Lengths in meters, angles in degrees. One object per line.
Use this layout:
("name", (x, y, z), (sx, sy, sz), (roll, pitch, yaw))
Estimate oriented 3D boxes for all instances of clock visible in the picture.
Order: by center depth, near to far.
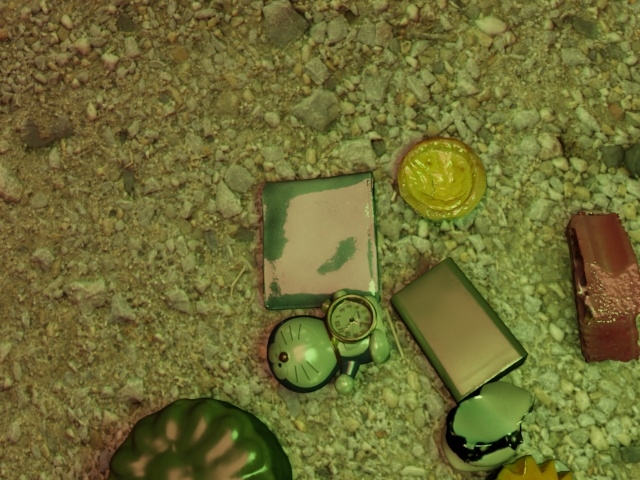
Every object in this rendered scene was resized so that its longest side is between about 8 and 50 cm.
("clock", (0.013, 0.213, 1.488), (0.243, 0.146, 0.200), (-17, 68, 2))

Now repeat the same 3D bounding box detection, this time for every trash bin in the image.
("trash bin", (0.267, 0.175, 1.462), (0.164, 0.122, 0.241), (-34, 70, 1))

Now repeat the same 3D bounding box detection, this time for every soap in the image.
("soap", (0.523, 0.065, 1.406), (0.112, 0.182, 0.289), (-4, 42, 12))

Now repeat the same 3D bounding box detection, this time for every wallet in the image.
("wallet", (0.000, -0.001, 1.591), (0.251, 0.054, 0.291), (-6, 77, 11))

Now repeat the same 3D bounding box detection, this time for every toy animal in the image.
("toy animal", (0.304, 0.355, 1.377), (0.165, 0.179, 0.138), (-10, 56, -5))

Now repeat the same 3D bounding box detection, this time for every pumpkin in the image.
("pumpkin", (0.389, 0.482, 1.380), (0.254, 0.149, 0.130), (41, 53, -6))

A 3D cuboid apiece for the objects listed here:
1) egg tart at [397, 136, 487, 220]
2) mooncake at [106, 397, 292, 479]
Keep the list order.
("egg tart", (0.252, -0.125, 1.561), (0.191, 0.074, 0.191), (-3, 75, 11))
("mooncake", (-0.236, 0.484, 1.444), (0.356, 0.194, 0.357), (-2, 76, 9))
